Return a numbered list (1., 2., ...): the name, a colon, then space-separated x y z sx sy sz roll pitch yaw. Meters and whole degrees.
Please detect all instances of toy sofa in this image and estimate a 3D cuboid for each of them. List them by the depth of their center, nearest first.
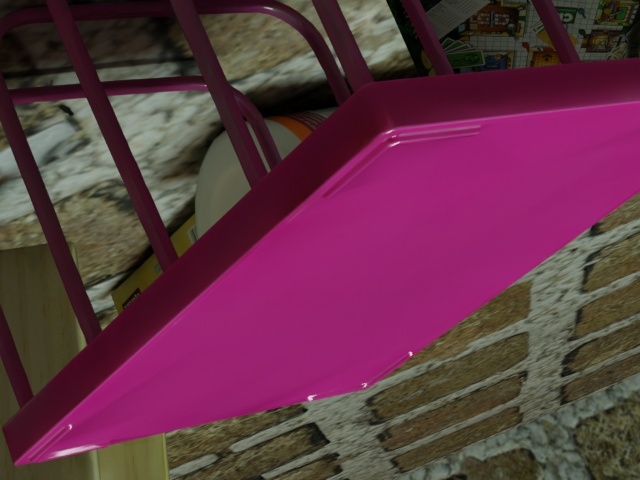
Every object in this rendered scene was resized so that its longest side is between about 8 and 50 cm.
1. toy sofa: -0.196 0.124 1.124 0.177 0.150 0.362 -8 165 0

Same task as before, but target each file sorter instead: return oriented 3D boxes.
1. file sorter: -0.011 -0.059 0.777 0.202 0.182 0.290 -9 159 -39

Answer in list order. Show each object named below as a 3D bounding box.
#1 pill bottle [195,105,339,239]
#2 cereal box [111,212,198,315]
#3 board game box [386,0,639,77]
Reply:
1. pill bottle: 0.047 -0.024 1.104 0.221 0.121 0.121 -12 161 -37
2. cereal box: 0.000 0.000 1.258 0.240 0.047 0.173 -13 164 -33
3. board game box: 0.159 -0.117 0.920 0.259 0.136 0.030 -15 162 -26
